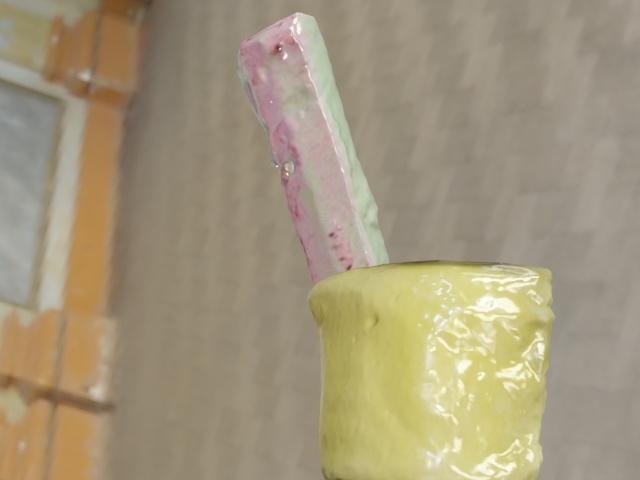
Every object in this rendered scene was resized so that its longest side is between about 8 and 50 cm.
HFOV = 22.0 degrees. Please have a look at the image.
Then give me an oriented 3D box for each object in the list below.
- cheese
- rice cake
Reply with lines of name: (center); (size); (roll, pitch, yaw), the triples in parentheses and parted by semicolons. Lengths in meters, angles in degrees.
cheese: (0.016, 0.036, 0.410); (0.084, 0.041, 0.060); (-11, 73, 56)
rice cake: (0.002, -0.002, 1.082); (0.081, 0.051, 0.290); (-13, 94, 36)
